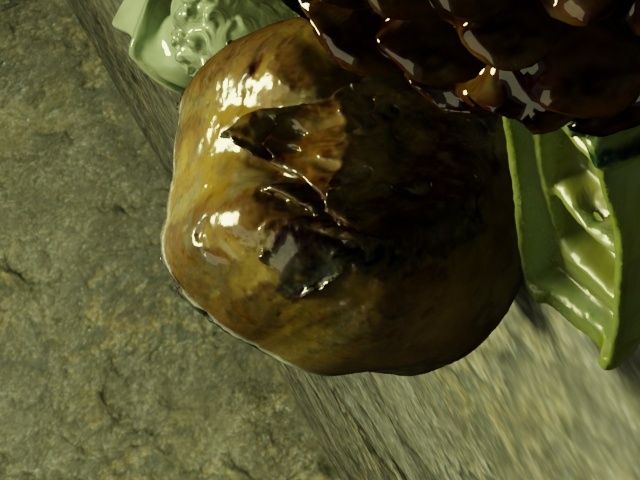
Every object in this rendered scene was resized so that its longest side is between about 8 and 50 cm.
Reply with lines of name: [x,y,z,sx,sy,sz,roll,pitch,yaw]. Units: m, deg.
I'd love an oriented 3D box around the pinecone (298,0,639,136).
pinecone: [0.085,-0.140,0.462,0.221,0.221,0.221,60,170,19]

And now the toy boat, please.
toy boat: [0.145,-0.047,0.732,0.111,0.084,0.276,52,168,40]

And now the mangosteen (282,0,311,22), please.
mangosteen: [0.038,-0.184,0.801,0.152,0.152,0.152,60,170,19]

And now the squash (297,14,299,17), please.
squash: [0.050,-0.080,1.114,0.341,0.094,0.094,61,170,-1]

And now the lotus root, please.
lotus root: [0.027,-0.044,0.933,0.272,0.272,0.192,63,160,7]

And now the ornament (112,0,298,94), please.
ornament: [-0.112,-0.197,1.365,0.130,0.120,0.285,23,175,-22]
